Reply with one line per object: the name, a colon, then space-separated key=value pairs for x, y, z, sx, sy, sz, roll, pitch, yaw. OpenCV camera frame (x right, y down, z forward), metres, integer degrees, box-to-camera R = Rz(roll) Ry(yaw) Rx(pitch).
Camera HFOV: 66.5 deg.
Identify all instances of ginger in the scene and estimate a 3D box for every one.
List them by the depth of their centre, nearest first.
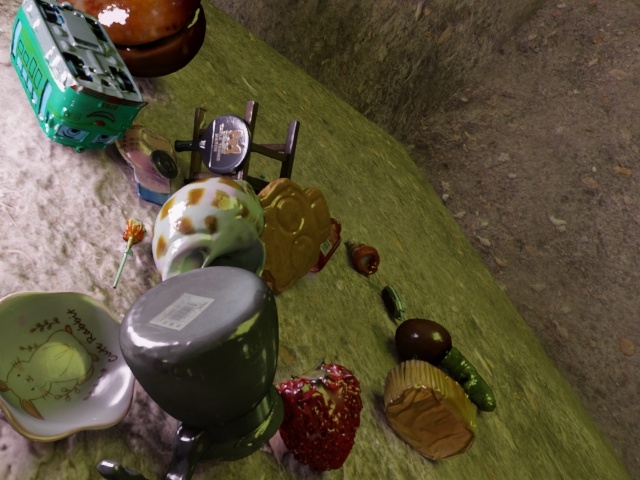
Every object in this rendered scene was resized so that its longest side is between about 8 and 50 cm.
ginger: x=0.472 y=0.441 z=1.617 sx=0.137 sy=0.089 sz=0.289 roll=-11 pitch=61 yaw=-53

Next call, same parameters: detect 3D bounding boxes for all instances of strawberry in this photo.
strawberry: x=0.000 y=0.335 z=0.925 sx=0.187 sy=0.185 sz=0.201 roll=115 pitch=-41 yaw=-79

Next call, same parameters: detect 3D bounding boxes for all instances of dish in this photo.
dish: x=-0.370 y=0.179 z=0.681 sx=0.229 sy=0.081 sz=0.229 roll=37 pitch=29 yaw=-25

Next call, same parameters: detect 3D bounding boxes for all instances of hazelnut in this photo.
hazelnut: x=-0.547 y=-0.682 z=1.452 sx=0.429 sy=0.402 sz=0.402 roll=52 pitch=25 yaw=11

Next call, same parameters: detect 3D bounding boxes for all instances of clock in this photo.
clock: x=-0.375 y=-0.182 z=1.178 sx=0.083 sy=0.010 sz=0.074 roll=56 pitch=31 yaw=-10

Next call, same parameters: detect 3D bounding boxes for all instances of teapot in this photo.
teapot: x=-0.157 y=0.227 z=0.724 sx=0.305 sy=0.224 sz=0.284 roll=-96 pitch=177 yaw=-60

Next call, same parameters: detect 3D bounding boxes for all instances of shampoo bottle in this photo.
shampoo bottle: x=-0.001 y=0.001 z=1.566 sx=0.118 sy=0.076 sz=0.314 roll=40 pitch=23 yaw=-1

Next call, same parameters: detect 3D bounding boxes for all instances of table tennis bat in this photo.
table tennis bat: x=-0.270 y=-0.240 z=1.226 sx=0.027 sy=0.237 sz=0.149 roll=11 pitch=84 yaw=-63

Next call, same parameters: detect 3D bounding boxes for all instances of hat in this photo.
hat: x=0.140 y=0.041 z=1.746 sx=0.112 sy=0.093 sz=0.162 roll=39 pitch=4 yaw=-38

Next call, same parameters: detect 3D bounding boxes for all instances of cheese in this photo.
cheese: x=-0.420 y=-0.193 z=1.202 sx=0.189 sy=0.074 sz=0.285 roll=18 pitch=39 yaw=-45

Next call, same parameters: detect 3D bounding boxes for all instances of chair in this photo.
chair: x=-0.226 y=-0.138 z=1.325 sx=0.241 sy=0.415 sz=0.203 roll=7 pitch=-3 yaw=37

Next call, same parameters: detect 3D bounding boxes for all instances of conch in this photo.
conch: x=-0.217 y=-0.007 z=1.028 sx=0.249 sy=0.197 sz=0.368 roll=48 pitch=60 yaw=-18

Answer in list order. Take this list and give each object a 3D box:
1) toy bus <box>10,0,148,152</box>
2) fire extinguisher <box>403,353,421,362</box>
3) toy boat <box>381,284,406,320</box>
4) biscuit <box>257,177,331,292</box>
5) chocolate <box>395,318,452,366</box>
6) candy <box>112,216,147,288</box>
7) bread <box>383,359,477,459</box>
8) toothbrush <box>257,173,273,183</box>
toy bus: x=-0.556 y=-0.363 z=1.094 sx=0.184 sy=0.199 sz=0.343 roll=2 pitch=48 yaw=-54
fire extinguisher: x=0.255 y=0.353 z=1.405 sx=0.025 sy=0.083 sz=0.038 roll=32 pitch=29 yaw=-27
toy boat: x=0.256 y=0.215 z=1.655 sx=0.066 sy=0.059 sz=0.139 roll=8 pitch=43 yaw=-29
biscuit: x=-0.087 y=-0.021 z=1.266 sx=0.376 sy=0.051 sz=0.269 roll=-38 pitch=117 yaw=-45
chocolate: x=0.307 y=0.307 z=1.478 sx=0.177 sy=0.177 sz=0.176 roll=36 pitch=25 yaw=-20
candy: x=-0.380 y=0.024 z=0.960 sx=0.184 sy=0.049 sz=0.055 roll=-94 pitch=179 yaw=-47
bread: x=0.271 y=0.416 z=1.219 sx=0.250 sy=0.179 sz=0.133 roll=41 pitch=20 yaw=-11
toothbrush: x=-0.144 y=-0.193 z=1.716 sx=0.204 sy=0.022 sz=0.017 roll=22 pitch=36 yaw=-48
